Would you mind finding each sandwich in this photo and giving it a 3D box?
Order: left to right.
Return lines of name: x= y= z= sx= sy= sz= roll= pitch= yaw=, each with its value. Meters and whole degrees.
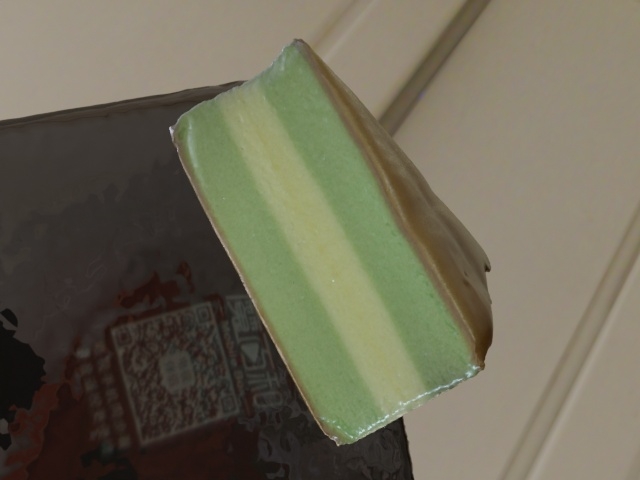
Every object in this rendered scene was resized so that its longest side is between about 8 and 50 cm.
sandwich: x=0.000 y=0.000 z=0.520 sx=0.074 sy=0.074 sz=0.116 roll=-33 pitch=110 yaw=23

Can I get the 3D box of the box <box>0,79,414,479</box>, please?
box: x=-0.091 y=0.072 z=0.767 sx=0.073 sy=0.289 sz=0.290 roll=-16 pitch=89 yaw=52
